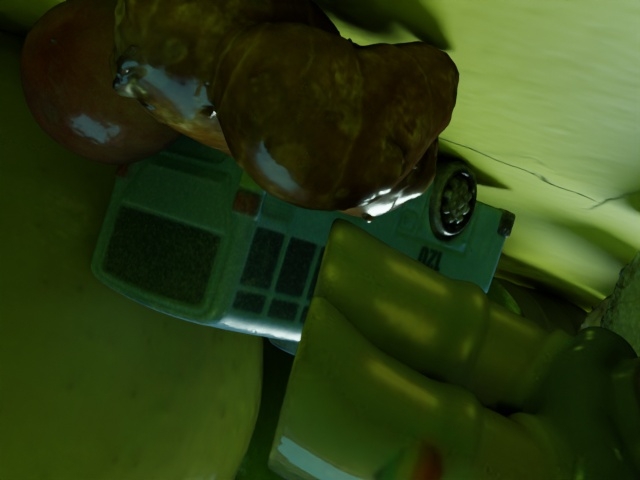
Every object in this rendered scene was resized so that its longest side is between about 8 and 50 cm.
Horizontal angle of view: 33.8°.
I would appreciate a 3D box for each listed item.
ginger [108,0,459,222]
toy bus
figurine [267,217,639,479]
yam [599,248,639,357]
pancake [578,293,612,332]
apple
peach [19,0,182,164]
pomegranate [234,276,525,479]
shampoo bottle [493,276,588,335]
[{"bbox_3d":[0.002,-0.053,0.389,0.103,0.073,0.162,32,-173,23],"label":"ginger"},{"bbox_3d":[0.000,0.000,0.593,0.116,0.133,0.234,16,179,40],"label":"toy bus"},{"bbox_3d":[0.175,0.087,0.357,0.382,0.205,0.224,24,-146,13],"label":"figurine"},{"bbox_3d":[0.276,0.094,0.543,0.254,0.154,0.154,21,176,2],"label":"yam"},{"bbox_3d":[0.205,0.133,0.852,0.057,0.244,0.266,48,-164,26],"label":"pancake"},{"bbox_3d":[-0.256,0.067,0.724,0.474,0.473,0.473,20,176,1],"label":"apple"},{"bbox_3d":[-0.098,-0.074,0.483,0.083,0.083,0.083,20,176,1],"label":"peach"},{"bbox_3d":[0.039,0.114,0.918,0.358,0.310,0.216,62,173,-22],"label":"pomegranate"},{"bbox_3d":[0.216,0.187,1.181,0.273,0.273,0.266,16,165,46],"label":"shampoo bottle"}]
